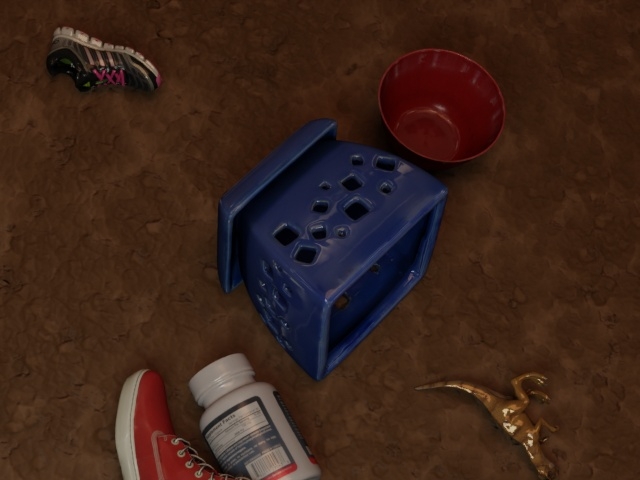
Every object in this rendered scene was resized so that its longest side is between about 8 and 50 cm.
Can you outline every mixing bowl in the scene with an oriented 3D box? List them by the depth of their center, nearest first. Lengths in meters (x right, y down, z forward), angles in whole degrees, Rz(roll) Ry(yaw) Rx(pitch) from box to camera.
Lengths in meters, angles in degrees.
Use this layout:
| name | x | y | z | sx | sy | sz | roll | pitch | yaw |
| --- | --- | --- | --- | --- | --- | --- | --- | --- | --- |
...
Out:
| name | x | y | z | sx | sy | sz | roll | pitch | yaw |
| --- | --- | --- | --- | --- | --- | --- | --- | --- | --- |
| mixing bowl | 0.161 | -0.167 | 1.884 | 0.181 | 0.098 | 0.182 | 4 | 64 | -8 |

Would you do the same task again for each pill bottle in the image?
| name | x | y | z | sx | sy | sz | roll | pitch | yaw |
| --- | --- | --- | --- | --- | --- | --- | --- | --- | --- |
| pill bottle | -0.085 | 0.235 | 1.638 | 0.108 | 0.108 | 0.180 | -23 | 70 | -20 |

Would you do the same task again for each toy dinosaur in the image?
| name | x | y | z | sx | sy | sz | roll | pitch | yaw |
| --- | --- | --- | --- | --- | --- | --- | --- | --- | --- |
| toy dinosaur | 0.241 | 0.217 | 1.732 | 0.211 | 0.064 | 0.112 | 42 | 66 | 11 |

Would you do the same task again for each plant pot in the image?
| name | x | y | z | sx | sy | sz | roll | pitch | yaw |
| --- | --- | --- | --- | --- | --- | --- | --- | --- | --- |
| plant pot | 0.000 | 0.000 | 1.706 | 0.212 | 0.236 | 0.236 | 38 | 64 | 17 |

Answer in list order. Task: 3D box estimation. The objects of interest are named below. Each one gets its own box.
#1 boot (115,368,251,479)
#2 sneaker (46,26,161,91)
| name | x | y | z | sx | sy | sz | roll | pitch | yaw |
| --- | --- | --- | --- | --- | --- | --- | --- | --- | --- |
| boot | -0.147 | 0.261 | 1.583 | 0.176 | 0.088 | 0.244 | -15 | 70 | 21 |
| sneaker | -0.305 | -0.233 | 1.852 | 0.170 | 0.063 | 0.075 | 22 | 62 | 6 |
